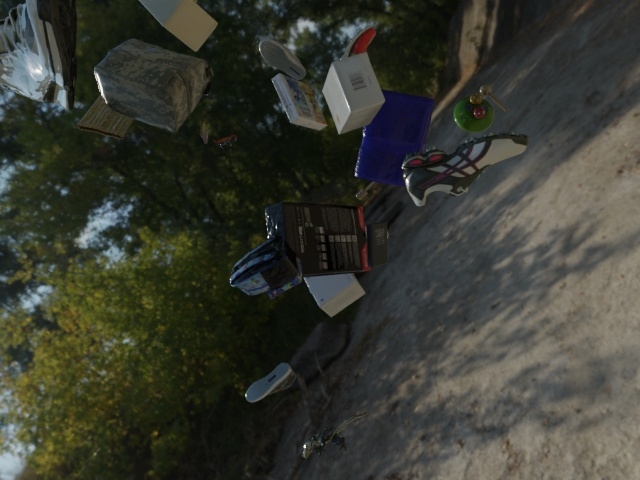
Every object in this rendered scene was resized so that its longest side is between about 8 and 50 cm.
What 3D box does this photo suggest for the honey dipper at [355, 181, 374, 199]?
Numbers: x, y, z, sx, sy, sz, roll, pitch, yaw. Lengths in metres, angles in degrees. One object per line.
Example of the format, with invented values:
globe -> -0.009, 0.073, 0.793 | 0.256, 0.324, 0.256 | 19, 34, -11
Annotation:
honey dipper -> 0.200, -0.217, 1.920 | 0.161, 0.030, 0.030 | -43, 5, 20

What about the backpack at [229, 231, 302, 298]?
backpack -> -0.148, 0.083, 1.338 | 0.173, 0.116, 0.158 | -31, 24, 7

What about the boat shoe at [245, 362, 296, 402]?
boat shoe -> -0.166, 0.505, 1.749 | 0.183, 0.065, 0.083 | -36, -44, -7

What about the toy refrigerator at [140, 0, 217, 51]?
toy refrigerator -> -0.354, -0.564, 1.194 | 0.094, 0.269, 0.102 | -48, -35, 10

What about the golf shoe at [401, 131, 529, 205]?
golf shoe -> 0.318, -0.159, 1.108 | 0.273, 0.120, 0.105 | -13, -3, 16

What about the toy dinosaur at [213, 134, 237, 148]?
toy dinosaur -> -0.417, -0.447, 2.263 | 0.082, 0.047, 0.090 | -39, -17, 14

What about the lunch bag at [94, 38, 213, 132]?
lunch bag -> -0.550, -0.544, 1.710 | 0.212, 0.305, 0.256 | 99, -168, -60

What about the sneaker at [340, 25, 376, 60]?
sneaker -> 0.141, -0.668, 1.910 | 0.279, 0.118, 0.107 | -59, -8, 2

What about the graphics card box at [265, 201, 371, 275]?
graphics card box -> 0.000, 0.000, 1.647 | 0.371, 0.232, 0.094 | -2, -8, -45

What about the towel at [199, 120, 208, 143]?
towel -> -0.429, -0.398, 1.868 | 0.083, 0.010, 0.060 | 84, -172, -77

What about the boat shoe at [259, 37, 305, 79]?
boat shoe -> -0.148, -0.687, 1.898 | 0.083, 0.226, 0.075 | -32, 52, 23

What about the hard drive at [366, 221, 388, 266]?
hard drive -> 0.181, 0.012, 1.611 | 0.022, 0.135, 0.094 | 3, 8, 40

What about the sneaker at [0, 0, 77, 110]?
sneaker -> -0.670, -0.413, 1.089 | 0.448, 0.258, 0.169 | 161, 111, -63

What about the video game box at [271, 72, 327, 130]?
video game box -> -0.074, -0.508, 1.873 | 0.048, 0.187, 0.205 | -26, -10, 29

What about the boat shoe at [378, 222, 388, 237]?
boat shoe -> 0.218, -0.024, 1.822 | 0.063, 0.059, 0.170 | -57, -8, 12

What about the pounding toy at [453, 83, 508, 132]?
pounding toy -> 0.722, -0.606, 2.281 | 0.237, 0.183, 0.110 | -36, -15, -9

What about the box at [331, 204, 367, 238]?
box -> 0.105, -0.005, 2.282 | 0.126, 0.262, 0.231 | -55, -1, -26

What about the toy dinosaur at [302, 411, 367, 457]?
toy dinosaur -> 0.036, 0.648, 1.656 | 0.268, 0.064, 0.118 | -33, 10, 11

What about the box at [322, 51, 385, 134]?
box -> 0.078, -0.359, 1.252 | 0.091, 0.130, 0.170 | -20, -2, -9

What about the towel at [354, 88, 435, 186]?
towel -> 0.252, -0.339, 1.703 | 0.076, 0.228, 0.308 | -110, 28, -72

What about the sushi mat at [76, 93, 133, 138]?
sushi mat -> -0.768, -0.458, 1.859 | 0.316, 0.152, 0.019 | -99, 27, -55

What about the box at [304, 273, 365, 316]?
box -> 0.055, 0.182, 2.091 | 0.182, 0.181, 0.119 | -36, -40, 5
